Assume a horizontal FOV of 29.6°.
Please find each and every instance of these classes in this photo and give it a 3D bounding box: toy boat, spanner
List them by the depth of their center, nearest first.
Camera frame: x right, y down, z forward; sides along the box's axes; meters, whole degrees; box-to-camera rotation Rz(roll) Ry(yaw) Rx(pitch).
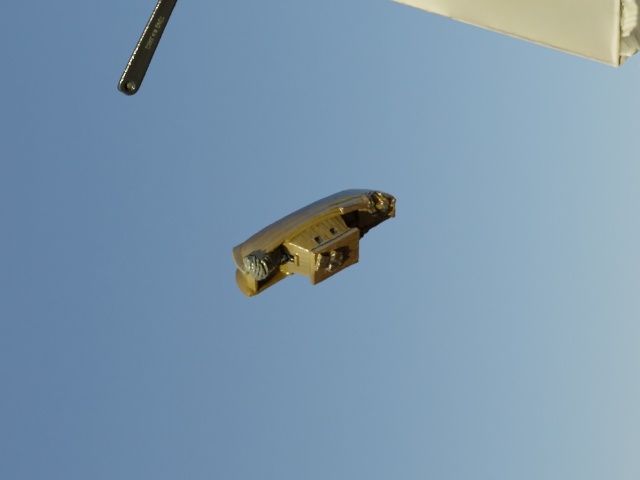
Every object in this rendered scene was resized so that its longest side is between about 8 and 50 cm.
[{"bbox_3d":[-0.187,-0.261,1.404,0.046,0.012,0.208,16,-68,-34],"label":"spanner"},{"bbox_3d":[0.000,0.000,1.972,0.321,0.121,0.089,-27,-47,-30],"label":"toy boat"}]

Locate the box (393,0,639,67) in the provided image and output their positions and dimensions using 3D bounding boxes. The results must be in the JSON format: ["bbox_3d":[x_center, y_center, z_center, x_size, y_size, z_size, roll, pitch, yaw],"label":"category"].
[{"bbox_3d":[0.130,-0.261,0.892,0.173,0.332,0.145,-44,-39,-31],"label":"box"}]
